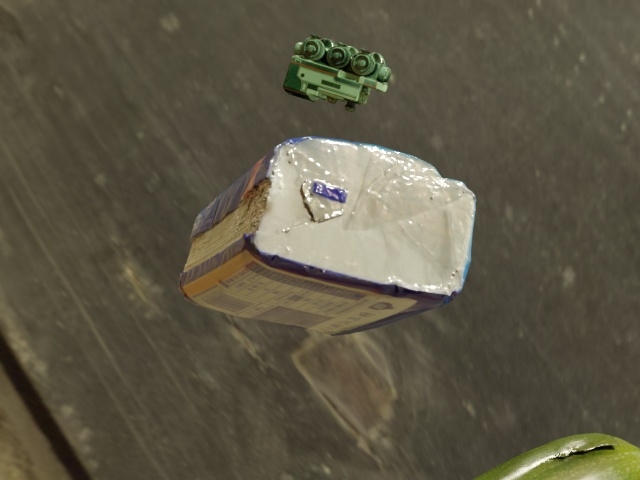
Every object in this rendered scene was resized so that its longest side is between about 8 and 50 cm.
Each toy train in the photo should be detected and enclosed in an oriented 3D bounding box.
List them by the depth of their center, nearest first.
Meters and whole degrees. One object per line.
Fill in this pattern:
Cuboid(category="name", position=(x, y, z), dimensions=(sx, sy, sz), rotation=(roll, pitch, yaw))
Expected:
Cuboid(category="toy train", position=(0.014, -0.132, 1.294), dimensions=(0.083, 0.033, 0.053), rotation=(19, 95, 18))

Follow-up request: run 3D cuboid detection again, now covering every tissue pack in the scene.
Cuboid(category="tissue pack", position=(0.000, 0.000, 1.513), dimensions=(0.209, 0.269, 0.137), rotation=(11, 77, -16))

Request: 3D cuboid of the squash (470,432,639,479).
Cuboid(category="squash", position=(0.050, 0.168, 0.727), dimensions=(0.318, 0.071, 0.080), rotation=(-34, 99, -25))
